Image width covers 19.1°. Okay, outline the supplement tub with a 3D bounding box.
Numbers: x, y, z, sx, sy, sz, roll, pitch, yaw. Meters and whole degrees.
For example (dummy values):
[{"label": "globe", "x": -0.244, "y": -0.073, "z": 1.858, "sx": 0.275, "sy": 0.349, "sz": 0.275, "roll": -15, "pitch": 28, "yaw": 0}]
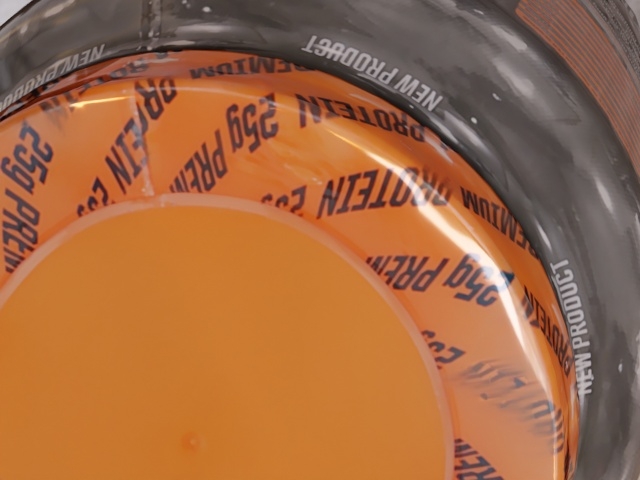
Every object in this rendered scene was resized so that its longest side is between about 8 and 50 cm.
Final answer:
[{"label": "supplement tub", "x": 0.000, "y": 0.000, "z": 0.570, "sx": 0.207, "sy": 0.207, "sz": 0.338, "roll": 34, "pitch": -162, "yaw": 0}]
